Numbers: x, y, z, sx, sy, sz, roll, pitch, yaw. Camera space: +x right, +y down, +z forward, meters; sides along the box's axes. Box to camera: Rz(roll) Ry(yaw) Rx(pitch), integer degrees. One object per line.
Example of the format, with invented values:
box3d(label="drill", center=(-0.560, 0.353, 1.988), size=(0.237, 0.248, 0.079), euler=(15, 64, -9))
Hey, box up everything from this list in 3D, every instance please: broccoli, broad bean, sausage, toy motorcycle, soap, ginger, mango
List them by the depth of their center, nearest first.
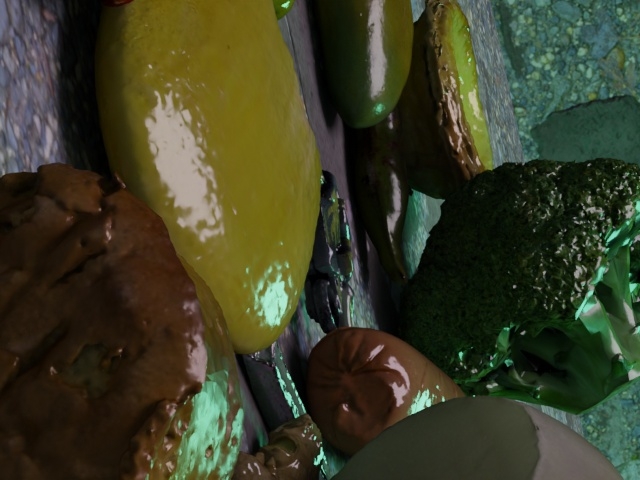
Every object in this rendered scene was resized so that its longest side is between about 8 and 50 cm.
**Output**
box3d(label="soap", center=(-0.078, -0.105, 1.523), size=(0.427, 0.115, 0.306), euler=(-83, 158, -54))
box3d(label="ginger", center=(-0.034, 0.190, 1.610), size=(0.173, 0.051, 0.069), euler=(-26, 115, -75))
box3d(label="toy motorcycle", center=(0.000, 0.000, 1.893), size=(0.124, 0.061, 0.193), euler=(21, 57, -77))
box3d(label="sausage", center=(0.069, 0.163, 1.918), size=(0.304, 0.121, 0.121), euler=(39, 42, -67))
box3d(label="mango", center=(0.050, -0.234, 2.207), size=(0.137, 0.091, 0.237), euler=(10, 73, -54))
box3d(label="broad bean", center=(0.066, -0.101, 2.245), size=(0.077, 0.061, 0.339), euler=(79, 7, -60))
box3d(label="broccoli", center=(0.253, 0.058, 2.327), size=(0.413, 0.321, 0.309), euler=(2, 82, -74))

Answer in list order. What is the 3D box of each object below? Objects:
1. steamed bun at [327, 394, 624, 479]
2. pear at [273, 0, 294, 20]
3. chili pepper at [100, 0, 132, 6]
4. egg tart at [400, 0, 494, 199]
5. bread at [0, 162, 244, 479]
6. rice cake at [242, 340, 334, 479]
box3d(label="steamed bun", center=(0.119, 0.290, 1.586), size=(0.206, 0.324, 0.324), euler=(49, 25, -22))
box3d(label="pear", center=(-0.064, -0.230, 1.753), size=(0.097, 0.092, 0.092), euler=(-124, -162, -73))
box3d(label="chili pepper", center=(-0.148, -0.319, 1.412), size=(0.137, 0.092, 0.368), euler=(32, 37, -65))
box3d(label="egg tart", center=(0.146, -0.163, 2.515), size=(0.315, 0.120, 0.314), euler=(-10, 90, -79))
box3d(label="bread", center=(-0.118, 0.085, 1.142), size=(0.160, 0.147, 0.260), euler=(46, 35, -62))
box3d(label="rice cake", center=(-0.025, 0.161, 1.711), size=(0.033, 0.033, 0.207), euler=(-87, 161, -51))
